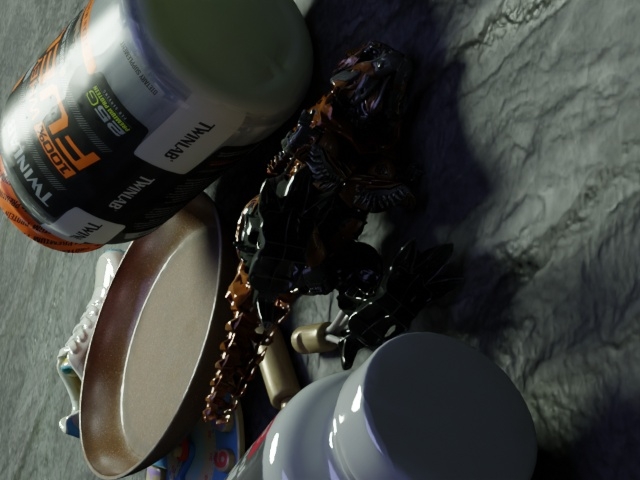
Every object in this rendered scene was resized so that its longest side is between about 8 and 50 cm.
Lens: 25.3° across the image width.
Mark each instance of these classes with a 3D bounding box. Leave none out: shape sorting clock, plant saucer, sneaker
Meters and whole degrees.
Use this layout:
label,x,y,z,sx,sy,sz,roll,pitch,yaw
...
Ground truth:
label,x,y,z,sx,sy,sz,roll,pitch,yaw
shape sorting clock,-0.131,0.215,1.446,0.206,0.040,0.206,-21,66,60
plant saucer,-0.161,0.099,1.467,0.310,0.050,0.310,-43,36,43
sneaker,-0.252,0.118,1.644,0.087,0.092,0.228,-32,55,59

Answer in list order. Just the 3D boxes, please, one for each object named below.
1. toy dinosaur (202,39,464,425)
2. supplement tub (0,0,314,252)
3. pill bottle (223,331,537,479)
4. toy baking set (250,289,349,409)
label,x,y,z,sx,sy,sz,roll,pitch,yaw
toy dinosaur,0.000,0.000,1.143,0.218,0.164,0.322,-137,52,-69
supplement tub,-0.178,-0.128,1.386,0.338,0.207,0.207,-36,52,44
pill bottle,0.017,0.203,1.014,0.318,0.176,0.176,-53,40,44
toy baking set,-0.004,0.072,1.242,0.197,0.030,0.256,-58,36,39
